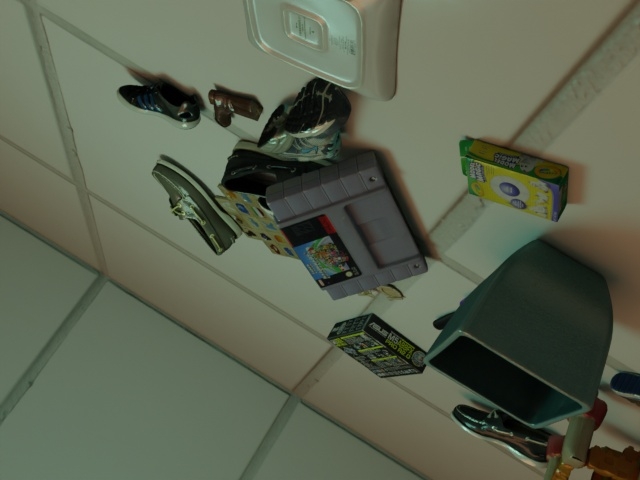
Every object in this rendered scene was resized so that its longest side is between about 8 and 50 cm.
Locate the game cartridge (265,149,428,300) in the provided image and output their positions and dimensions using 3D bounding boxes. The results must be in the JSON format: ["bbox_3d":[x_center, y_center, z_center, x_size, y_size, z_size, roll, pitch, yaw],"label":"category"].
[{"bbox_3d":[0.059,-0.013,1.615,0.230,0.068,0.355,-22,138,10],"label":"game cartridge"}]

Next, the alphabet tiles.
[{"bbox_3d":[-0.107,-0.035,2.022,0.343,0.011,0.285,12,151,41],"label":"alphabet tiles"}]

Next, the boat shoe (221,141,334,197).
[{"bbox_3d":[-0.067,-0.110,1.666,0.340,0.113,0.127,21,154,26],"label":"boat shoe"}]

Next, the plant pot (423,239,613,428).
[{"bbox_3d":[0.369,0.149,1.440,0.247,0.252,0.248,30,158,4],"label":"plant pot"}]

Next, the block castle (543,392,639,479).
[{"bbox_3d":[0.742,0.521,1.803,0.453,0.213,0.303,19,144,15],"label":"block castle"}]

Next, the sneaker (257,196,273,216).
[{"bbox_3d":[-0.011,-0.043,1.786,0.262,0.099,0.121,32,169,19],"label":"sneaker"}]

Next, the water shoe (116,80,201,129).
[{"bbox_3d":[-0.339,-0.305,1.707,0.203,0.073,0.080,22,135,14],"label":"water shoe"}]

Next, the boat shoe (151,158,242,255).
[{"bbox_3d":[-0.331,-0.084,2.101,0.305,0.091,0.109,47,162,-28],"label":"boat shoe"}]

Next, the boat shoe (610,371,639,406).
[{"bbox_3d":[0.682,0.315,1.638,0.066,0.066,0.183,41,167,-33],"label":"boat shoe"}]

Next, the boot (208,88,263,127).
[{"bbox_3d":[-0.160,-0.250,1.606,0.114,0.037,0.106,17,156,24],"label":"boot"}]

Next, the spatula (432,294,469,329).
[{"bbox_3d":[0.324,0.173,1.848,0.084,0.030,0.296,48,160,1],"label":"spatula"}]

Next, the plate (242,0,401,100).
[{"bbox_3d":[-0.015,-0.331,1.219,0.278,0.045,0.277,26,157,14],"label":"plate"}]

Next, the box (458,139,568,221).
[{"bbox_3d":[0.301,-0.099,1.291,0.179,0.043,0.105,23,156,27],"label":"box"}]

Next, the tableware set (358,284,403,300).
[{"bbox_3d":[0.116,0.101,1.983,0.141,0.020,0.168,6,149,44],"label":"tableware set"}]

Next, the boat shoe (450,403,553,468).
[{"bbox_3d":[0.513,0.522,2.268,0.303,0.091,0.114,23,-160,21],"label":"boat shoe"}]

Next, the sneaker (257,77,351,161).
[{"bbox_3d":[-0.002,-0.202,1.435,0.122,0.110,0.283,25,167,-22],"label":"sneaker"}]

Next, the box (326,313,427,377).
[{"bbox_3d":[0.162,0.306,2.319,0.216,0.060,0.270,37,158,-10],"label":"box"}]
